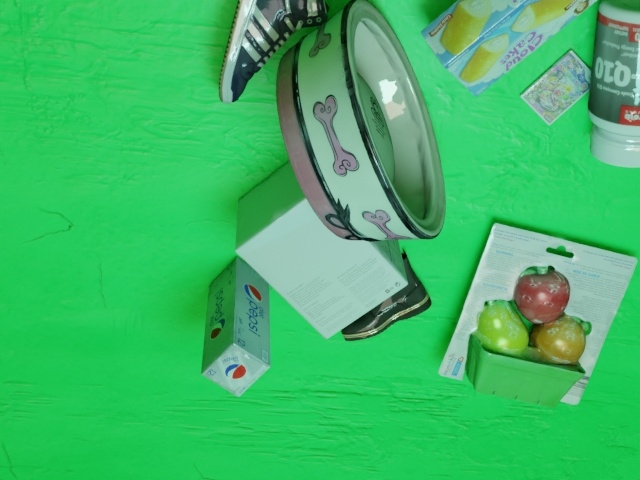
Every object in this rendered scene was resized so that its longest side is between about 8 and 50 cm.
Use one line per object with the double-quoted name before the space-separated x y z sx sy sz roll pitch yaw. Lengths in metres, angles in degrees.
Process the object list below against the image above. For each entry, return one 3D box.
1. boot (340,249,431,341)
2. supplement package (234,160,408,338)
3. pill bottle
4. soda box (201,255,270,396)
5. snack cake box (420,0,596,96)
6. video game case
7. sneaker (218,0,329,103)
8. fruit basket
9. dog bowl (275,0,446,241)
"boot" 0.114 0.111 1.850 0.197 0.077 0.137 -27 115 -3
"supplement package" 0.000 0.000 1.696 0.199 0.198 0.263 -36 116 17
"pill bottle" 0.557 -0.282 1.584 0.161 0.161 0.283 -4 120 -1
"soda box" -0.159 0.160 1.729 0.091 0.286 0.098 36 113 -23
"snack cake box" 0.319 -0.378 1.518 0.264 0.089 0.152 -38 150 18
"video game case" 0.442 -0.282 1.665 0.087 0.011 0.122 39 111 -22
"sneaker" -0.077 -0.351 1.544 0.153 0.099 0.282 15 116 -10
"fruit basket" 0.444 0.156 1.867 0.326 0.165 0.353 12 103 -11
"dog bowl" 0.068 -0.180 1.496 0.150 0.408 0.408 -17 121 22
